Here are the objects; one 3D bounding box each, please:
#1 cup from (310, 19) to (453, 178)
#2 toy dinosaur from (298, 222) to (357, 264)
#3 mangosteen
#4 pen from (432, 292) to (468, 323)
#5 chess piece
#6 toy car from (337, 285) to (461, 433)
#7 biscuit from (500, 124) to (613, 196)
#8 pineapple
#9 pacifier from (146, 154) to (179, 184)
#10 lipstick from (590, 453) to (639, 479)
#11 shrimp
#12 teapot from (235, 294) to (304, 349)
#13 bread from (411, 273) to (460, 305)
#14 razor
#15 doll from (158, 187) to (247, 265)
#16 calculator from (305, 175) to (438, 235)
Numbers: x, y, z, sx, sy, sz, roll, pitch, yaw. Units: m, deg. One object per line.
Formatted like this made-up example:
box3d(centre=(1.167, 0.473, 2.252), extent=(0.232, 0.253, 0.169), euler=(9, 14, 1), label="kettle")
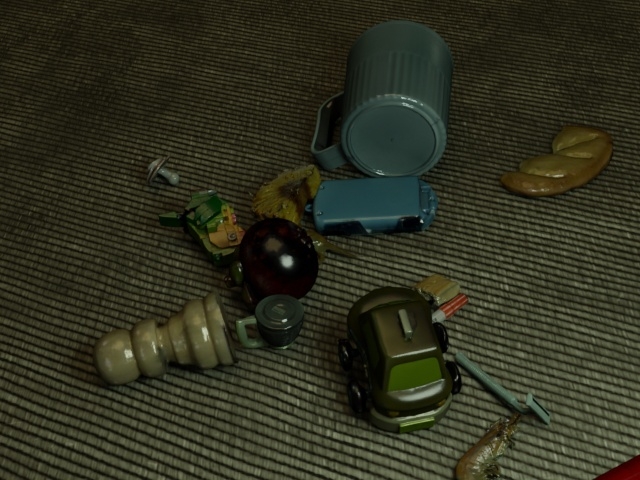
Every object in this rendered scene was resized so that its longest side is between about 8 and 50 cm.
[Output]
box3d(centre=(0.143, -0.322, 2.235), extent=(0.331, 0.256, 0.311), euler=(1, 42, 7), label="cup")
box3d(centre=(0.000, 0.000, 2.041), extent=(0.162, 0.039, 0.126), euler=(0, 39, 5), label="toy dinosaur")
box3d(centre=(-0.101, 0.050, 1.911), extent=(0.200, 0.200, 0.200), euler=(-4, 40, 3), label="mangosteen")
box3d(centre=(0.191, 0.169, 1.822), extent=(0.239, 0.028, 0.028), euler=(-32, 46, -26), label="pen")
box3d(centre=(-0.294, 0.195, 1.787), extent=(0.261, 0.142, 0.142), euler=(-15, 41, -4), label="chess piece")
box3d(centre=(0.139, 0.183, 1.661), extent=(0.204, 0.198, 0.248), euler=(-10, 53, -7), label="toy car")
box3d(centre=(0.551, -0.175, 2.168), extent=(0.154, 0.045, 0.299), euler=(30, 52, 34), label="biscuit")
box3d(centre=(-0.092, -0.079, 2.095), extent=(0.135, 0.079, 0.233), euler=(-6, 32, 26), label="pineapple")
box3d(centre=(-0.370, -0.156, 2.267), extent=(0.078, 0.081, 0.099), euler=(32, 21, -5), label="pacifier")
box3d(centre=(0.476, 0.384, 1.496), extent=(0.280, 0.073, 0.073), euler=(-21, 42, -18), label="lipstick")
box3d(centre=(0.306, 0.361, 1.575), extent=(0.124, 0.034, 0.178), euler=(32, 54, 34), label="shrimp")
box3d(centre=(-0.093, 0.160, 1.824), extent=(0.124, 0.090, 0.092), euler=(9, 42, 9), label="teapot")
box3d(centre=(0.229, 0.096, 1.886), extent=(0.070, 0.035, 0.083), euler=(-30, 25, -27), label="bread")
box3d(centre=(0.309, 0.255, 1.691), extent=(0.036, 0.084, 0.211), euler=(-52, 42, -7), label="razor")
box3d(centre=(-0.236, -0.026, 2.051), extent=(0.134, 0.106, 0.186), euler=(-37, 65, -24), label="doll")
box3d(centre=(0.110, -0.075, 2.103), extent=(0.293, 0.051, 0.173), euler=(-2, 41, 6), label="calculator")
